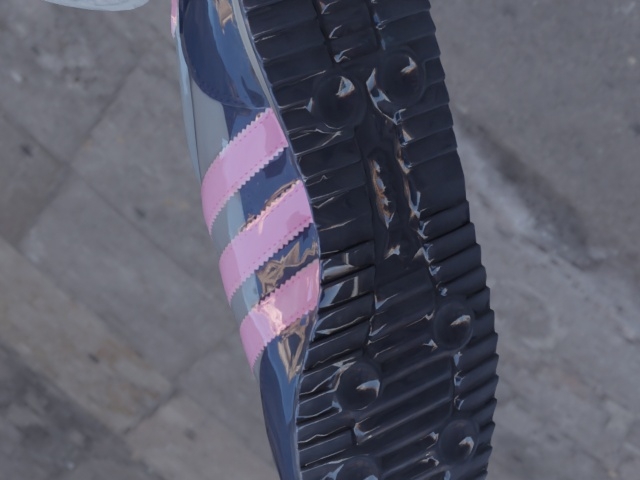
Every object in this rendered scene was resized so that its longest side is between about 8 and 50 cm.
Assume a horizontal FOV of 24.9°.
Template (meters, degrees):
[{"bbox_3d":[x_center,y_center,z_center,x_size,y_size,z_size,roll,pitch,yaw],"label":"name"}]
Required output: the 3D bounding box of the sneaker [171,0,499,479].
[{"bbox_3d":[0.000,0.000,0.671,0.131,0.112,0.319,12,111,61],"label":"sneaker"}]

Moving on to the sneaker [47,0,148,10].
[{"bbox_3d":[-0.226,-0.242,0.811,0.321,0.127,0.126,22,159,-7],"label":"sneaker"}]
